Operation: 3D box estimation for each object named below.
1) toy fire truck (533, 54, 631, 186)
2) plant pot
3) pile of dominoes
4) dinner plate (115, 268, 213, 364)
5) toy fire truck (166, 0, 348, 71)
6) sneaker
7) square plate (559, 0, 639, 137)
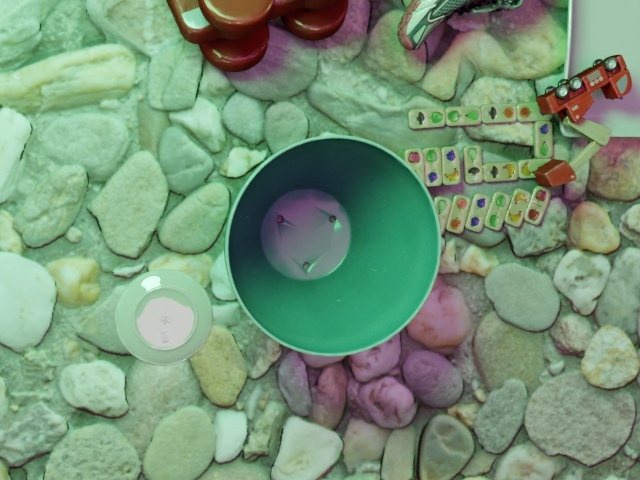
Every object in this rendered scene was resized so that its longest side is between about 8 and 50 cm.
[{"bbox_3d":[0.391,-0.178,1.534,0.192,0.047,0.135,-30,102,-7],"label":"toy fire truck"},{"bbox_3d":[0.000,0.000,1.432,0.290,0.195,0.290,-1,95,-12],"label":"plant pot"},{"bbox_3d":[0.244,-0.108,1.558,0.251,0.040,0.196,-5,96,-12],"label":"pile of dominoes"},{"bbox_3d":[-0.225,0.112,1.485,0.141,0.017,0.141,-1,97,-12],"label":"dinner plate"},{"bbox_3d":[-0.088,-0.396,1.406,0.302,0.169,0.254,-24,81,-11],"label":"toy fire truck"},{"bbox_3d":[0.238,-0.369,1.487,0.299,0.121,0.112,-37,97,-7],"label":"sneaker"},{"bbox_3d":[0.531,-0.329,1.598,0.344,0.049,0.347,1,95,-13],"label":"square plate"}]
